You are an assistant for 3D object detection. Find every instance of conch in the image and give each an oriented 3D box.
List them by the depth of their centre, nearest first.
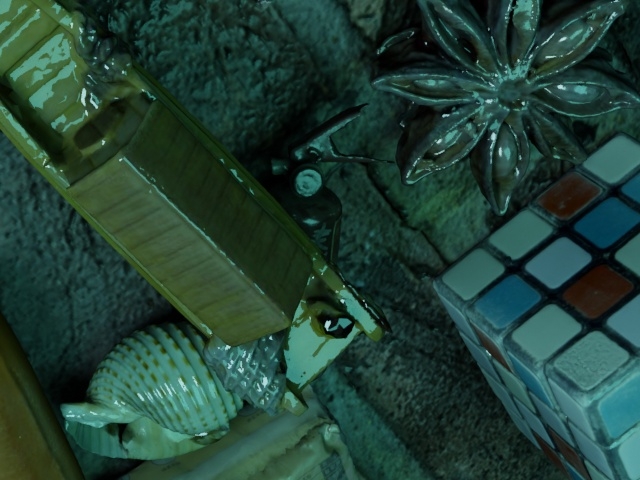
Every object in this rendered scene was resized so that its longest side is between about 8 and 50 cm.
[{"bbox_3d":[-0.134,0.128,1.141,0.153,0.102,0.135,-2,136,7],"label":"conch"}]

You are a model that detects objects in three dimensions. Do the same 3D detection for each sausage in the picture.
[{"bbox_3d":[-0.265,0.150,1.075,0.105,0.105,0.274,-28,126,-14],"label":"sausage"}]

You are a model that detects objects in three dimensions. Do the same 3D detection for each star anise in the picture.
[{"bbox_3d":[0.151,-0.144,1.157,0.223,0.109,0.236,-21,123,-3],"label":"star anise"}]

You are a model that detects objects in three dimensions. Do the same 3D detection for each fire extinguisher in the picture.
[{"bbox_3d":[-0.006,-0.003,1.163,0.106,0.075,0.252,-9,119,-29],"label":"fire extinguisher"}]

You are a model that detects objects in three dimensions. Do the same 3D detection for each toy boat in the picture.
[{"bbox_3d":[-0.122,-0.031,0.985,0.136,0.162,0.445,-43,115,0],"label":"toy boat"}]

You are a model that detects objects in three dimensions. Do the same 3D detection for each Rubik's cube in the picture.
[{"bbox_3d":[0.307,0.097,1.285,0.256,0.253,0.259,-37,127,-7],"label":"Rubik's cube"}]

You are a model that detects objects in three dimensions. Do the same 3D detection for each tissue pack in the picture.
[{"bbox_3d":[-0.079,0.275,1.240,0.257,0.123,0.215,-27,128,-14],"label":"tissue pack"}]
